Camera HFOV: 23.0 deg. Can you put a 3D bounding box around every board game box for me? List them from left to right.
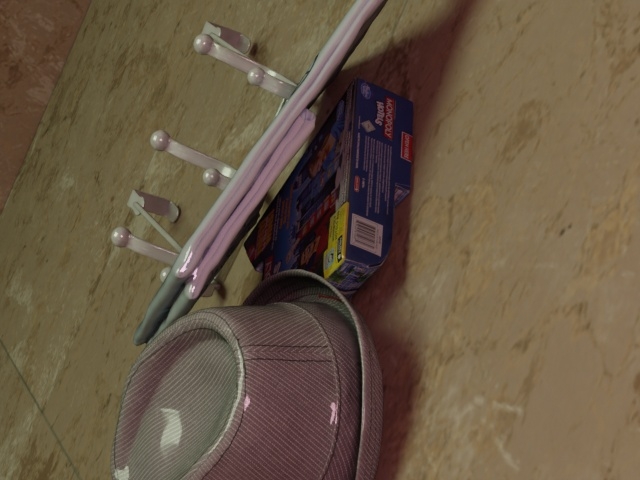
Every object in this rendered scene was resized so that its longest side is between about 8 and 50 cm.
[{"bbox_3d":[0.000,0.000,1.295,0.194,0.060,0.194,-48,28,45],"label":"board game box"}]

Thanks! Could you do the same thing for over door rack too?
[{"bbox_3d":[-0.137,-0.100,1.666,0.239,0.108,0.324,-65,20,10],"label":"over door rack"}]

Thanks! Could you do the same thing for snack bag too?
[{"bbox_3d":[-0.044,-0.064,1.342,0.342,0.037,0.323,-57,2,-18],"label":"snack bag"}]

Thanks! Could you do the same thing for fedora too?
[{"bbox_3d":[-0.071,0.143,1.156,0.275,0.124,0.244,-43,48,45],"label":"fedora"}]
